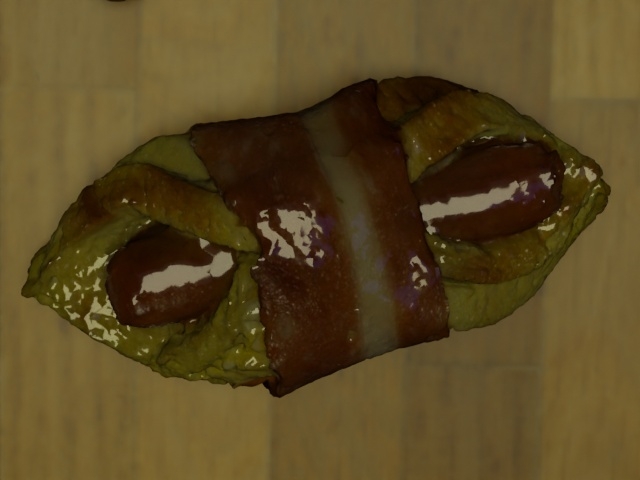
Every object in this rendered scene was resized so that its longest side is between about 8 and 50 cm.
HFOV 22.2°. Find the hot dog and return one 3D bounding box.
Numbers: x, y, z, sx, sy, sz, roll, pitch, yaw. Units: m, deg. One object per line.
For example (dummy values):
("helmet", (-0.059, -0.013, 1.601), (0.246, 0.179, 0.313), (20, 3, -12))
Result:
("hot dog", (-0.002, -0.002, 0.700), (0.261, 0.093, 0.123), (-19, 98, 0))
